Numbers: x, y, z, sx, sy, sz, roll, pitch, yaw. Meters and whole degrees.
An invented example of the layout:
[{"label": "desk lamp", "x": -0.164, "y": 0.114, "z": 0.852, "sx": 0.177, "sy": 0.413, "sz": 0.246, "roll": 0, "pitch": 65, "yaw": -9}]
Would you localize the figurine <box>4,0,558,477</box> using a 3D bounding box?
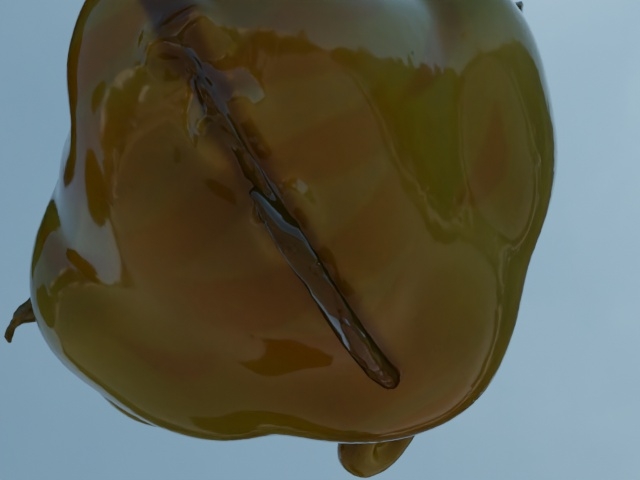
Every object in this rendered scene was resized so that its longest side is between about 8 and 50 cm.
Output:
[{"label": "figurine", "x": 0.000, "y": 0.000, "z": 0.446, "sx": 0.156, "sy": 0.131, "sz": 0.246, "roll": -34, "pitch": -15, "yaw": 5}]
